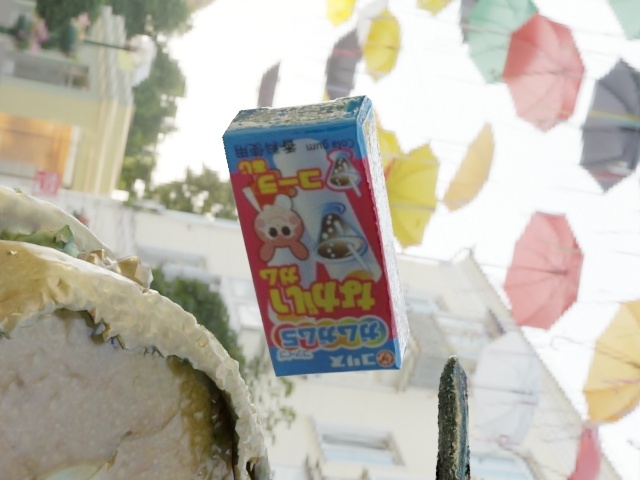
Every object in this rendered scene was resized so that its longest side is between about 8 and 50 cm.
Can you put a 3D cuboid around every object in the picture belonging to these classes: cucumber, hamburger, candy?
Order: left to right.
[{"bbox_3d":[-0.179,0.114,0.526,0.195,0.318,0.277,24,-79,57],"label":"hamburger"},{"bbox_3d":[0.000,0.001,1.286,0.100,0.157,0.306,-70,152,-63],"label":"candy"},{"bbox_3d":[0.168,0.260,1.451,0.044,0.043,0.256,-36,-144,39],"label":"cucumber"}]
